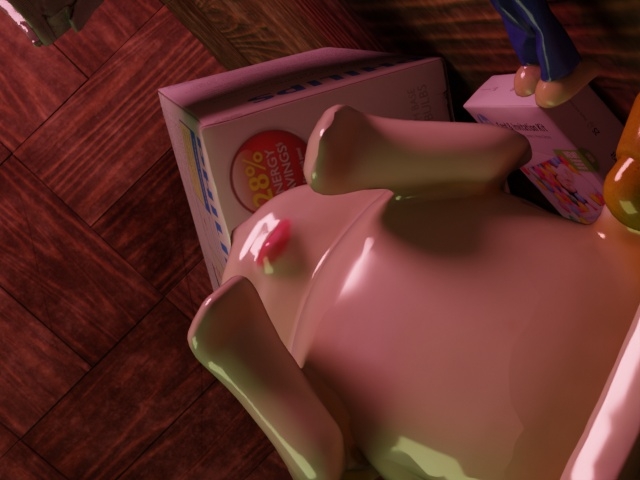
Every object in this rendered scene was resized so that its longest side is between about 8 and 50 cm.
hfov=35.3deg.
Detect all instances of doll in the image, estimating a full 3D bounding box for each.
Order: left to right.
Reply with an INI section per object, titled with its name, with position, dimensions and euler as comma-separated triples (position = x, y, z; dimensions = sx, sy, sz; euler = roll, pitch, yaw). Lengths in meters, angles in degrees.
[doll]
position = 0.081, -0.158, 0.524
dimensions = 0.189, 0.046, 0.129
euler = 52, -176, -19

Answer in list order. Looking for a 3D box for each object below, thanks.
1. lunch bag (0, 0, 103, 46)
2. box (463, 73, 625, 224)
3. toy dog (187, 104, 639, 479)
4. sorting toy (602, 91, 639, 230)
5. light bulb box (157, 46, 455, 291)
[lunch bag]
position = -0.236, -0.326, 0.878
dimensions = 0.287, 0.235, 0.169
euler = 45, 173, 14
[box]
position = 0.196, -0.040, 0.712
dimensions = 0.186, 0.038, 0.145
euler = 47, 177, -13
[toy dog]
position = 0.103, 0.063, 0.665
dimensions = 0.395, 0.284, 0.408
euler = 22, 177, -42
[sorting toy]
position = 0.057, -0.135, 0.365
dimensions = 0.365, 0.126, 0.127
euler = 44, 178, 14
[light bulb box]
position = 0.000, 0.000, 1.030
dimensions = 0.361, 0.225, 0.357
euler = -140, 34, -70
